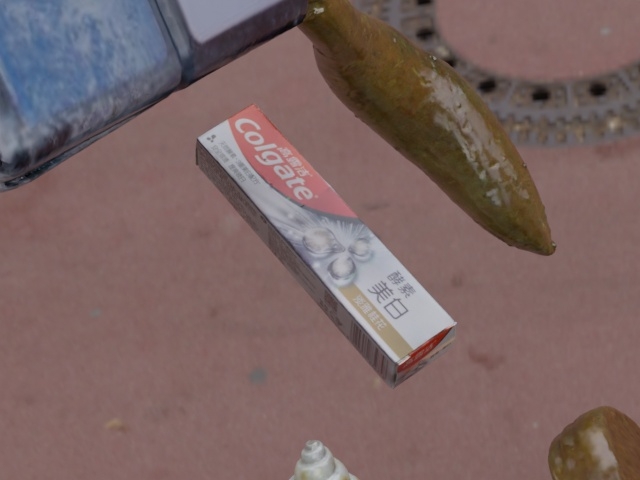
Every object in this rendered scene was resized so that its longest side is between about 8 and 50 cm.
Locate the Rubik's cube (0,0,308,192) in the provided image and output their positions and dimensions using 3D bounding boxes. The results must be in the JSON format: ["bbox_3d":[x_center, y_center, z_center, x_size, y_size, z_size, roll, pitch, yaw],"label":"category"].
[{"bbox_3d":[-0.245,-0.188,0.785,0.313,0.316,0.318,-13,14,32],"label":"Rubik's cube"}]

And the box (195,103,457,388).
[{"bbox_3d":[0.000,0.000,0.930,0.055,0.039,0.218,-32,65,-20],"label":"box"}]

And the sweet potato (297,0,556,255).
[{"bbox_3d":[0.068,-0.110,1.063,0.079,0.346,0.108,-49,36,3],"label":"sweet potato"}]

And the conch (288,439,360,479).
[{"bbox_3d":[0.011,0.350,1.651,0.183,0.275,0.149,-27,56,-26],"label":"conch"}]

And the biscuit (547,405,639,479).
[{"bbox_3d":[0.284,0.282,0.955,0.074,0.359,0.381,-42,72,18],"label":"biscuit"}]
